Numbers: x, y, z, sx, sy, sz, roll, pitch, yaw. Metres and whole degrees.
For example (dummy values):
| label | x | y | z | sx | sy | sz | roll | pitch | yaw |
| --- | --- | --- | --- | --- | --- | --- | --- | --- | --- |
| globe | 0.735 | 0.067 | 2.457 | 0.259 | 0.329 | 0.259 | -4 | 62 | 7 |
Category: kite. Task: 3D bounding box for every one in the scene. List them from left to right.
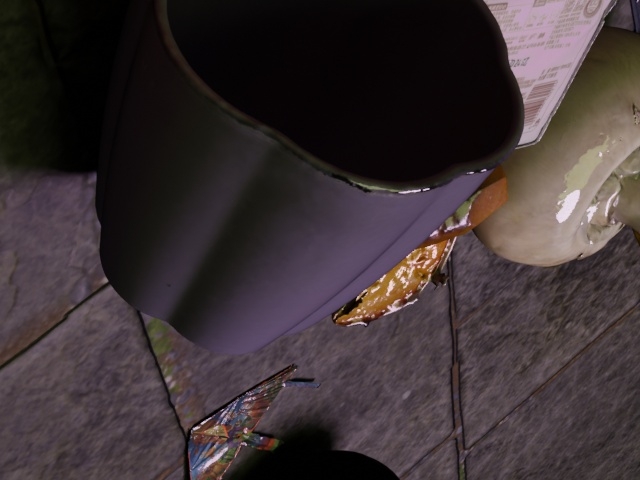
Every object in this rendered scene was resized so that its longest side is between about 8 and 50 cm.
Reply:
| label | x | y | z | sx | sy | sz | roll | pitch | yaw |
| --- | --- | --- | --- | --- | --- | --- | --- | --- | --- |
| kite | -0.082 | 0.191 | 1.591 | 0.183 | 0.010 | 0.160 | -56 | 148 | 9 |

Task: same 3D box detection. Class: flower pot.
| label | x | y | z | sx | sy | sz | roll | pitch | yaw |
| --- | --- | --- | --- | --- | --- | --- | --- | --- | --- |
| flower pot | -0.034 | -0.059 | 1.096 | 0.265 | 0.265 | 0.243 | -18 | 151 | -43 |

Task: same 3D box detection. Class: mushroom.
| label | x | y | z | sx | sy | sz | roll | pitch | yaw |
| --- | --- | --- | --- | --- | --- | --- | --- | --- | --- |
| mushroom | 0.248 | -0.072 | 1.514 | 0.246 | 0.202 | 0.246 | -45 | 162 | -19 |

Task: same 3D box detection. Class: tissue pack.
| label | x | y | z | sx | sy | sz | roll | pitch | yaw |
| --- | --- | --- | --- | --- | --- | --- | --- | --- | --- |
| tissue pack | 0.105 | -0.161 | 1.270 | 0.225 | 0.124 | 0.185 | -14 | 137 | -46 |

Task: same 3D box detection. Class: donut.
| label | x | y | z | sx | sy | sz | roll | pitch | yaw |
| --- | --- | --- | --- | --- | --- | --- | --- | --- | --- |
| donut | 0.062 | -0.016 | 1.445 | 0.146 | 0.078 | 0.181 | -21 | 137 | -28 |

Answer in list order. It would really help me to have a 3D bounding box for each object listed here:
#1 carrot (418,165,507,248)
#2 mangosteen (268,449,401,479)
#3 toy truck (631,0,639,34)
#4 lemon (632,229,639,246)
| label | x | y | z | sx | sy | sz | roll | pitch | yaw |
| --- | --- | --- | --- | --- | --- | --- | --- | --- | --- |
| carrot | 0.000 | 0.000 | 1.321 | 0.314 | 0.066 | 0.066 | -18 | 146 | -9 |
| mangosteen | 0.020 | 0.313 | 1.688 | 0.210 | 0.210 | 0.210 | -34 | 150 | -23 |
| toy truck | 0.356 | -0.211 | 1.607 | 0.092 | 0.083 | 0.192 | -44 | 151 | -7 |
| lemon | 0.454 | -0.045 | 1.808 | 0.228 | 0.228 | 0.253 | -36 | 165 | -20 |
